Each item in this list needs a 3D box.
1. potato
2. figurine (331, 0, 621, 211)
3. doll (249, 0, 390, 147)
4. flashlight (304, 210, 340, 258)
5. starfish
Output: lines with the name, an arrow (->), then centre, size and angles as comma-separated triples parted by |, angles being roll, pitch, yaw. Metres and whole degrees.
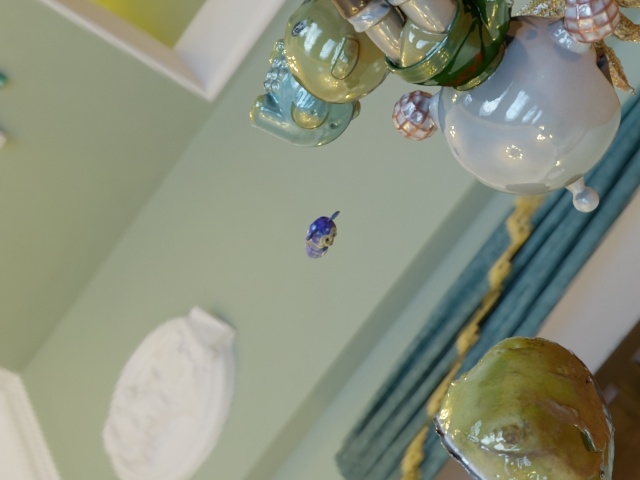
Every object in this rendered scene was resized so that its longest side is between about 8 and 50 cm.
potato -> 0.297, 0.250, 1.563 | 0.246, 0.196, 0.300 | 32, -168, -28
figurine -> 0.166, -0.171, 1.188 | 0.370, 0.281, 0.167 | 37, -135, -29
doll -> 0.011, -0.255, 1.695 | 0.161, 0.177, 0.261 | 24, 149, -9
flashlight -> 0.000, 0.000, 1.496 | 0.035, 0.057, 0.121 | 47, 163, 9
starfish -> 0.444, -0.363, 1.978 | 0.293, 0.302, 0.084 | 22, -150, 6
